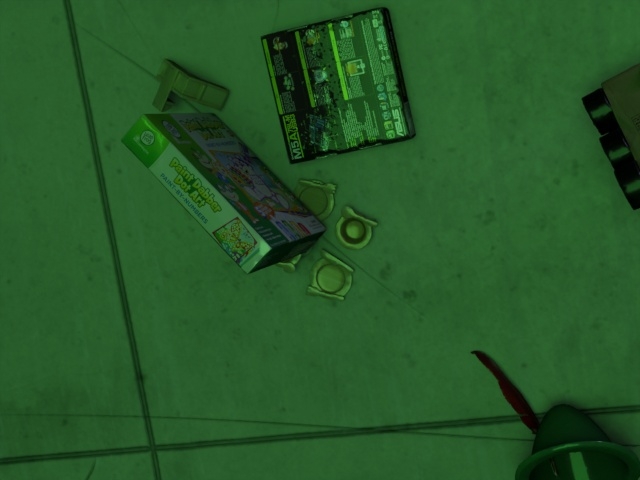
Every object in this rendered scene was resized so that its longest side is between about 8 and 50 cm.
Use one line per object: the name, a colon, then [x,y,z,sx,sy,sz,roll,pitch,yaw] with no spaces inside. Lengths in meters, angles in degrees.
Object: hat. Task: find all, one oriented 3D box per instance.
hat: [0.348,0.253,1.740,0.173,0.183,0.208,-24,135,24]

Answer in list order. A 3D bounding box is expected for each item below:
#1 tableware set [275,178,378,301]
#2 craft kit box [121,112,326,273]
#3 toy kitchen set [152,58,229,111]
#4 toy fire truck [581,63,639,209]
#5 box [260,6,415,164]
tableware set: [0.000,0.000,1.781,0.141,0.020,0.168,29,106,8]
craft kit box: [-0.125,-0.072,1.670,0.246,0.250,0.061,43,106,8]
toy kitchen set: [-0.196,-0.213,1.785,0.083,0.075,0.068,39,108,46]
toy fire truck: [0.477,-0.095,1.580,0.158,0.217,0.246,-28,134,17]
box: [0.025,-0.217,1.723,0.184,0.045,0.190,-11,98,18]
